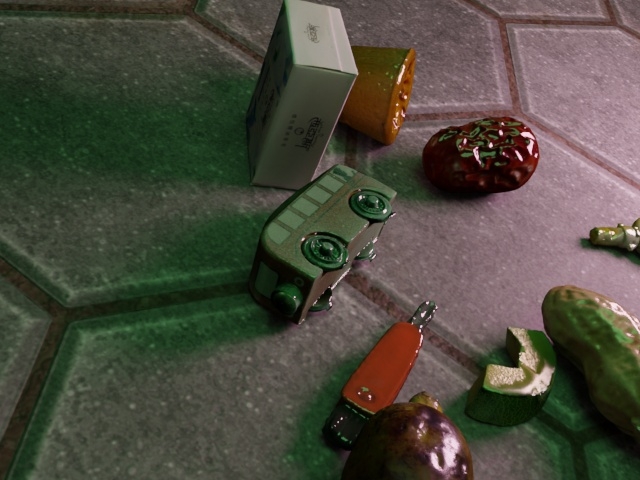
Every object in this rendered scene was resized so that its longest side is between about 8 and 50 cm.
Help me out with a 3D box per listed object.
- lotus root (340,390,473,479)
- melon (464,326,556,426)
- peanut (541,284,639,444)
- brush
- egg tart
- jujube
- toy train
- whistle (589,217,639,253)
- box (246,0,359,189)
[{"bbox_3d":[0.112,0.309,1.002,0.169,0.141,0.314,24,42,-5],"label":"lotus root"},{"bbox_3d":[0.314,0.213,1.244,0.118,0.064,0.209,26,40,10],"label":"melon"},{"bbox_3d":[0.482,0.201,1.270,0.153,0.140,0.325,-27,59,-21],"label":"peanut"},{"bbox_3d":[0.102,0.195,1.182,0.070,0.051,0.323,30,46,17],"label":"brush"},{"bbox_3d":[0.100,-0.300,1.577,0.147,0.202,0.202,15,42,10],"label":"egg tart"},{"bbox_3d":[0.318,-0.165,1.555,0.230,0.155,0.155,-10,52,-22],"label":"jujube"},{"bbox_3d":[0.000,0.000,1.273,0.159,0.129,0.326,30,44,15],"label":"toy train"},{"bbox_3d":[0.643,-0.002,1.603,0.198,0.057,0.104,0,53,-13],"label":"whistle"},{"bbox_3d":[-0.045,-0.255,1.397,0.116,0.274,0.203,7,46,-19],"label":"box"}]
